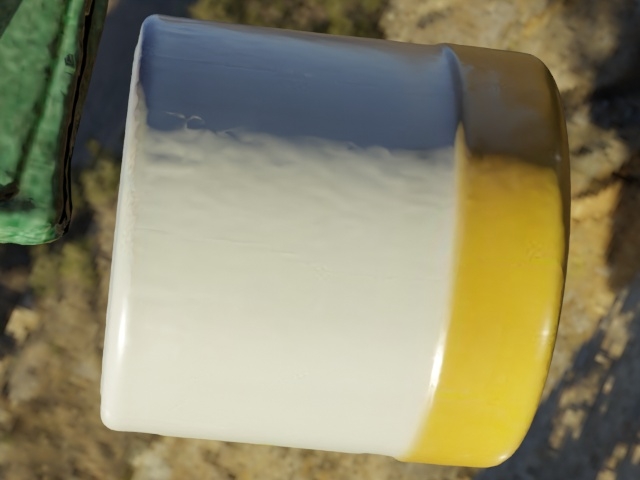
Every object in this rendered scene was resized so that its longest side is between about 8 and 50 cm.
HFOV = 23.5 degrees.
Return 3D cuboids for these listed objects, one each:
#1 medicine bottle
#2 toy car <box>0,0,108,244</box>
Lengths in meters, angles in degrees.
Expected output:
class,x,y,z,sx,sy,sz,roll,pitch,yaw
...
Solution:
class,x,y,z,sx,sy,sz,roll,pitch,yaw
medicine bottle,0.000,0.000,0.871,0.238,0.232,0.238,-174,90,-84
toy car,-0.207,-0.088,0.349,0.097,0.320,0.141,159,119,-66
